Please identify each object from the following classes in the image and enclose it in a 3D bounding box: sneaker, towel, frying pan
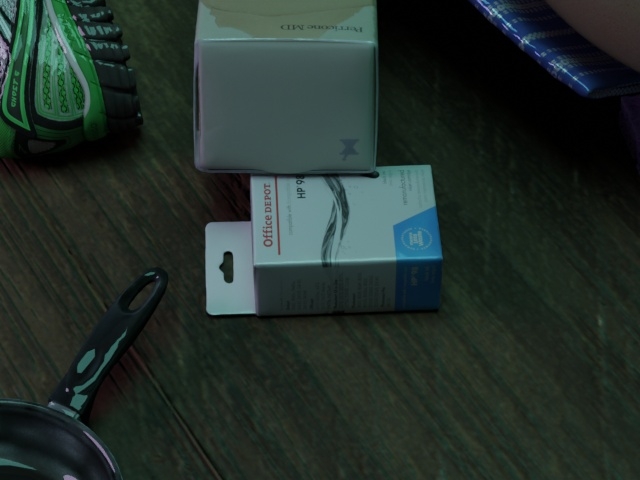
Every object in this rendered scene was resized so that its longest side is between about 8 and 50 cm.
[{"bbox_3d":[-0.278,-0.218,1.640,0.146,0.134,0.343,-22,62,-14],"label":"sneaker"},{"bbox_3d":[0.176,-0.245,1.659,0.243,0.040,0.336,-15,53,-48],"label":"towel"},{"bbox_3d":[-0.225,0.145,1.383,0.197,0.053,0.326,4,45,3],"label":"frying pan"}]

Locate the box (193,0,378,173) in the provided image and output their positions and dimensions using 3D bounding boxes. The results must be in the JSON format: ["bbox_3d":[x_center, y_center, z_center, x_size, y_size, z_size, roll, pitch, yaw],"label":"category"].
[{"bbox_3d":[-0.026,-0.186,1.603,0.148,0.121,0.311,0,35,-2],"label":"box"}]

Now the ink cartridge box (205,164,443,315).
[{"bbox_3d":[0.000,0.000,1.511,0.180,0.060,0.104,-2,47,-2],"label":"ink cartridge box"}]

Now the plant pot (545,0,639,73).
[{"bbox_3d":[0.286,-0.231,1.497,0.284,0.284,0.191,-14,73,-13],"label":"plant pot"}]

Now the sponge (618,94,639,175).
[{"bbox_3d":[0.322,-0.042,1.572,0.117,0.031,0.210,-6,47,-8],"label":"sponge"}]
